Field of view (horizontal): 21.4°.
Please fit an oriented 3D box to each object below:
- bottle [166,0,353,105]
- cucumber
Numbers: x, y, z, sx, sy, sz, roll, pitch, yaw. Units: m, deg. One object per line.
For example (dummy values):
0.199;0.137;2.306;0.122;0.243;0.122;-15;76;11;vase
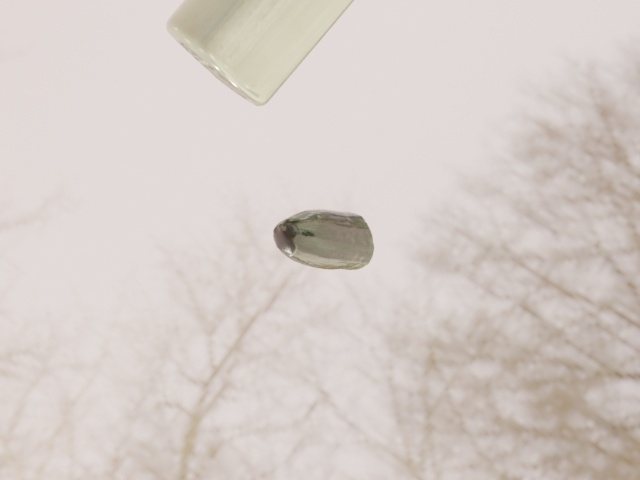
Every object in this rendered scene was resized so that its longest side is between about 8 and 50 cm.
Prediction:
-0.008;-0.227;1.333;0.245;0.104;0.104;-50;-24;0;bottle
0.000;0.000;1.331;0.105;0.048;0.048;4;-63;-57;cucumber
